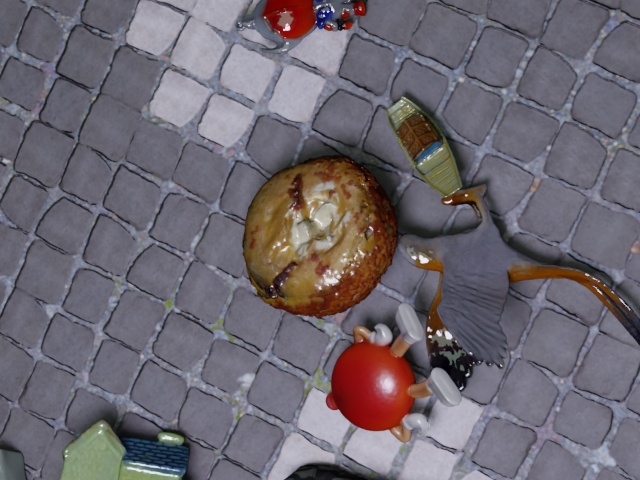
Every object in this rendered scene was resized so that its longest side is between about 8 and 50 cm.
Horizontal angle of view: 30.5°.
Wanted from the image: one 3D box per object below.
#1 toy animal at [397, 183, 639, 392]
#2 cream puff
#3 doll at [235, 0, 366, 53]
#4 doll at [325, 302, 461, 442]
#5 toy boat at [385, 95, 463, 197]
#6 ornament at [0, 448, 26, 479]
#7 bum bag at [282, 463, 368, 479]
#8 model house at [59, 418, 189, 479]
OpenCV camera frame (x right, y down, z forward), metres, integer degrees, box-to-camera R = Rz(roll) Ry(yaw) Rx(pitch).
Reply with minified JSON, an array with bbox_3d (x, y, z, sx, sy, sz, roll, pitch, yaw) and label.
[{"bbox_3d":[0.270,0.042,1.623,0.284,0.225,0.302,-17,73,-6],"label":"toy animal"},{"bbox_3d":[0.000,0.001,1.657,0.240,0.164,0.240,-6,70,17],"label":"cream puff"},{"bbox_3d":[-0.031,-0.336,1.729,0.195,0.062,0.104,-11,104,5],"label":"doll"},{"bbox_3d":[0.094,0.203,1.657,0.217,0.085,0.183,-40,73,40],"label":"doll"},{"bbox_3d":[0.149,-0.131,1.668,0.065,0.066,0.172,-34,67,10],"label":"toy boat"},{"bbox_3d":[-0.479,0.456,1.791,0.130,0.120,0.285,-30,81,13],"label":"ornament"},{"bbox_3d":[0.102,0.393,1.645,0.341,0.144,0.095,18,104,12],"label":"bum bag"},{"bbox_3d":[-0.282,0.376,1.741,0.214,0.195,0.189,6,66,-1],"label":"model house"}]
